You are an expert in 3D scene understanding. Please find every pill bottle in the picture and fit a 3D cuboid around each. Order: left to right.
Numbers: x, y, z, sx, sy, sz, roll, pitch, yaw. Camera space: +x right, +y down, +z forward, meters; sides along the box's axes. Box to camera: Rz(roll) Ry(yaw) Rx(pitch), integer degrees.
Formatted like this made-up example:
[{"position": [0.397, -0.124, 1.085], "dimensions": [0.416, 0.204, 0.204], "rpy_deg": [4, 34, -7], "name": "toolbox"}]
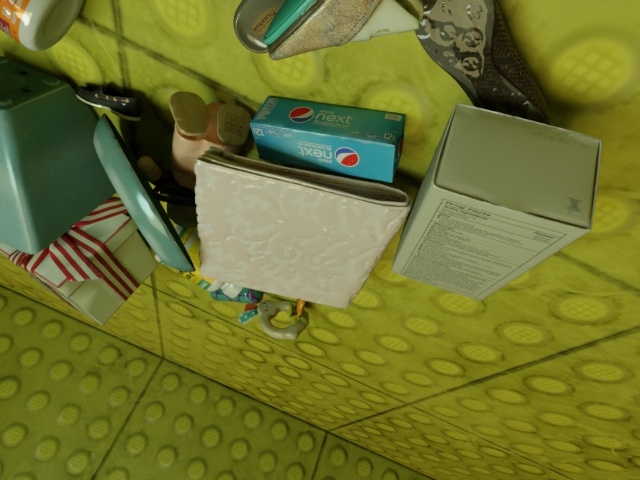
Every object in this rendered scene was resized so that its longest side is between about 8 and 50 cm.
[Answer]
[{"position": [-0.433, -0.360, 0.527], "dimensions": [0.221, 0.121, 0.121], "rpy_deg": [35, 145, -21], "name": "pill bottle"}, {"position": [-0.277, 0.050, 1.015], "dimensions": [0.208, 0.117, 0.117], "rpy_deg": [35, 145, -18], "name": "pill bottle"}]

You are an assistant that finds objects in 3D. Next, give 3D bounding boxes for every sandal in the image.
[{"position": [-0.037, -0.276, 0.464], "dimensions": [0.090, 0.060, 0.219], "rpy_deg": [42, 143, -26], "name": "sandal"}]

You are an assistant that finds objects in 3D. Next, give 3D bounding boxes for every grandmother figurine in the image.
[{"position": [-0.219, -0.118, 0.768], "dimensions": [0.208, 0.104, 0.342], "rpy_deg": [18, 152, -19], "name": "grandmother figurine"}]

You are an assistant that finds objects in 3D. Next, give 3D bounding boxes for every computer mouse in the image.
[{"position": [-0.165, -0.065, 0.735], "dimensions": [0.242, 0.041, 0.071], "rpy_deg": [1, 157, -27], "name": "computer mouse"}]

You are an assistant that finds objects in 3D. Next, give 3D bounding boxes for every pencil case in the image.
[{"position": [-0.228, 0.139, 1.159], "dimensions": [0.152, 0.064, 0.070], "rpy_deg": [0, 178, 30], "name": "pencil case"}]

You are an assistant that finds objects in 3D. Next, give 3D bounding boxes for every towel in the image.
[{"position": [-0.052, -0.001, 0.724], "dimensions": [0.317, 0.053, 0.332], "rpy_deg": [13, 144, -6], "name": "towel"}]

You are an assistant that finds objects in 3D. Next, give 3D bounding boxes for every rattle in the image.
[{"position": [-0.132, 0.172, 1.113], "dimensions": [0.200, 0.130, 0.143], "rpy_deg": [21, 148, 23], "name": "rattle"}]

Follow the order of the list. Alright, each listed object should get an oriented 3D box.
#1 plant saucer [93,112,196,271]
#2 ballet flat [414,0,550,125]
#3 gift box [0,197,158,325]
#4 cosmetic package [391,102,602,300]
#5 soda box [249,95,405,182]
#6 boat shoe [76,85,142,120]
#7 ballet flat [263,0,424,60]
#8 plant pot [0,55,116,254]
[{"position": [-0.324, -0.073, 0.769], "dimensions": [0.317, 0.044, 0.317], "rpy_deg": [54, 164, 24], "name": "plant saucer"}, {"position": [0.176, -0.203, 0.454], "dimensions": [0.084, 0.058, 0.250], "rpy_deg": [-23, 121, 44], "name": "ballet flat"}, {"position": [-0.577, 0.030, 1.055], "dimensions": [0.276, 0.255, 0.258], "rpy_deg": [21, 149, 15], "name": "gift box"}, {"position": [0.202, -0.024, 0.563], "dimensions": [0.160, 0.113, 0.309], "rpy_deg": [18, 160, 7], "name": "cosmetic package"}, {"position": [0.011, -0.148, 0.609], "dimensions": [0.210, 0.067, 0.071], "rpy_deg": [13, 146, 15], "name": "soda box"}, {"position": [-0.364, -0.246, 0.726], "dimensions": [0.133, 0.049, 0.042], "rpy_deg": [23, 115, 17], "name": "boat shoe"}, {"position": [0.075, -0.249, 0.356], "dimensions": [0.106, 0.107, 0.316], "rpy_deg": [31, 134, -27], "name": "ballet flat"}, {"position": [-0.557, -0.176, 0.769], "dimensions": [0.247, 0.248, 0.252], "rpy_deg": [23, 131, 2], "name": "plant pot"}]
